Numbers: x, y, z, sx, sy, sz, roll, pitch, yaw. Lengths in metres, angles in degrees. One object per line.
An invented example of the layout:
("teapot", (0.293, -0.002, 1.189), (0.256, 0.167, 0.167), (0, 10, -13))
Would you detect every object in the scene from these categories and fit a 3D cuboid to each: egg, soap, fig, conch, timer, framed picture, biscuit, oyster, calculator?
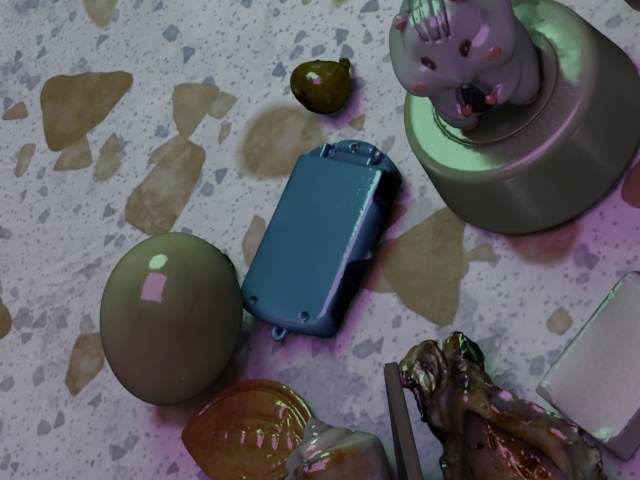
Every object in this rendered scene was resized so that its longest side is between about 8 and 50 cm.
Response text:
("egg", (-0.196, 0.105, 1.827), (0.186, 0.186, 0.241), (33, 120, 41))
("soap", (0.339, 0.133, 1.537), (0.183, 0.064, 0.121), (-52, 50, 1))
("fig", (0.010, -0.223, 1.948), (0.098, 0.082, 0.084), (-40, 13, -10))
("conch", (0.020, 0.318, 1.616), (0.158, 0.127, 0.255), (-34, 52, 15))
("timer", (0.195, -0.195, 1.645), (0.291, 0.315, 0.290), (-15, 60, 27))
("framed picture", (0.102, 0.287, 1.484), (0.016, 0.289, 0.213), (-11, 57, 0))
("biscuit", (-0.087, 0.247, 1.792), (0.221, 0.029, 0.142), (3, 68, 36))
("oyster", (0.182, 0.239, 1.525), (0.198, 0.133, 0.337), (-31, 59, -9))
("calculator", (0.000, 0.000, 1.847), (0.173, 0.051, 0.293), (15, 76, 37))

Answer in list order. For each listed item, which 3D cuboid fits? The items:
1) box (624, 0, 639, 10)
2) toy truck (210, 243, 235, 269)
("box", (0.395, -0.339, 1.716), (0.062, 0.122, 0.089), (-1, 66, 48))
("toy truck", (-0.180, 0.054, 1.941), (0.123, 0.052, 0.063), (-40, 56, 9))
